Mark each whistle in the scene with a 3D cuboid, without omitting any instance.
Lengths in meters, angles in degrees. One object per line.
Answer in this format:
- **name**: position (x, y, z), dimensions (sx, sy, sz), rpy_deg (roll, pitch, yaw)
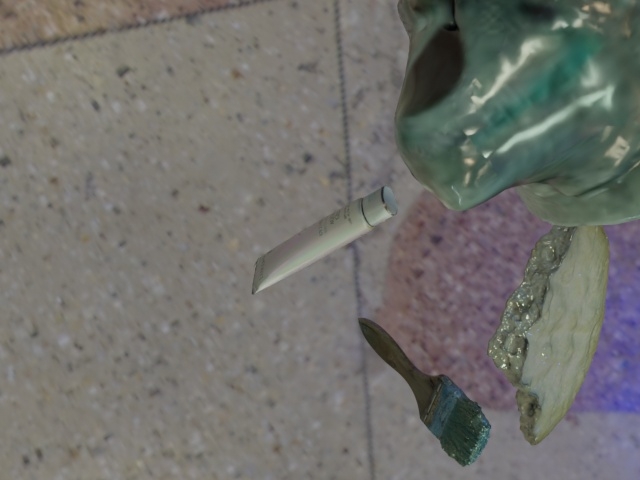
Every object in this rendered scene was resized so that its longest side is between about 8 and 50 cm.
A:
- **whistle**: position (0.192, -0.166, 0.675), dimensions (0.404, 0.188, 0.168), rpy_deg (-34, 113, 3)

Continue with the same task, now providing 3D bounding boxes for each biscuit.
- **biscuit**: position (0.234, 0.085, 1.541), dimensions (0.188, 0.040, 0.265), rpy_deg (-19, 121, -47)

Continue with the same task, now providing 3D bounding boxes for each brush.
- **brush**: position (0.096, 0.139, 1.519), dimensions (0.021, 0.196, 0.070), rpy_deg (-16, 138, -38)

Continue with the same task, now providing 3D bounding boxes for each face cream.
- **face cream**: position (0.000, 0.000, 1.010), dimensions (0.115, 0.038, 0.020), rpy_deg (-30, 121, 25)
